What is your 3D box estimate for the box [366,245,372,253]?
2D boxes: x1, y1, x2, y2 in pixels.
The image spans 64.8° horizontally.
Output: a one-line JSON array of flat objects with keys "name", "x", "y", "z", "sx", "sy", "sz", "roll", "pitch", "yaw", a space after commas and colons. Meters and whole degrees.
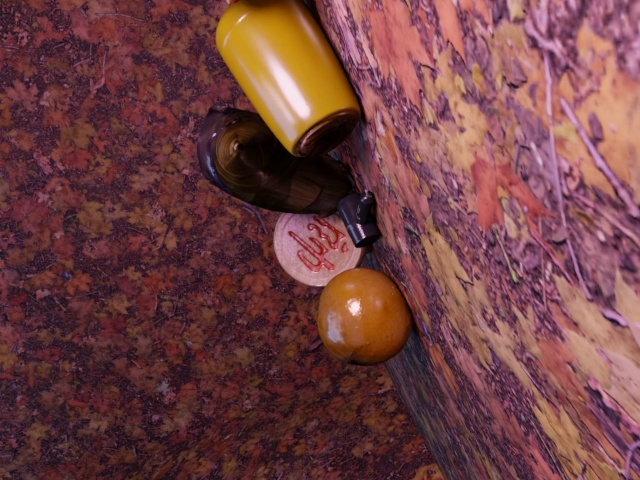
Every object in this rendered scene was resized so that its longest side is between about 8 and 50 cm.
[{"name": "box", "x": 0.049, "y": -0.052, "z": 1.609, "sx": 0.225, "sy": 0.118, "sz": 0.224, "roll": -128, "pitch": 13, "yaw": -83}]

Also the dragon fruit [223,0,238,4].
[{"name": "dragon fruit", "x": -0.151, "y": -0.469, "z": 0.713, "sx": 0.241, "sy": 0.241, "sz": 0.252, "roll": -133, "pitch": 30, "yaw": -84}]

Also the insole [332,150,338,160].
[{"name": "insole", "x": 0.055, "y": -0.198, "z": 1.472, "sx": 0.188, "sy": 0.004, "sz": 0.064, "roll": 70, "pitch": 175, "yaw": -64}]

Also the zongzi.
[{"name": "zongzi", "x": -0.064, "y": -0.148, "z": 1.121, "sx": 0.404, "sy": 0.207, "sz": 0.432, "roll": 22, "pitch": -175, "yaw": -23}]

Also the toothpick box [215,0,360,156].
[{"name": "toothpick box", "x": -0.048, "y": -0.282, "z": 0.873, "sx": 0.271, "sy": 0.175, "sz": 0.175, "roll": 60, "pitch": 177, "yaw": 11}]

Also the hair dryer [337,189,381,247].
[{"name": "hair dryer", "x": 0.093, "y": -0.073, "z": 1.167, "sx": 0.219, "sy": 0.072, "sz": 0.124, "roll": 94, "pitch": 153, "yaw": -71}]

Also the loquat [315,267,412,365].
[{"name": "loquat", "x": 0.115, "y": 0.197, "z": 1.331, "sx": 0.263, "sy": 0.263, "sz": 0.262, "roll": 156, "pitch": 90, "yaw": -88}]

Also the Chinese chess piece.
[{"name": "Chinese chess piece", "x": 0.000, "y": 0.000, "z": 1.447, "sx": 0.112, "sy": 0.270, "sz": 0.269, "roll": -53, "pitch": -59, "yaw": -73}]
